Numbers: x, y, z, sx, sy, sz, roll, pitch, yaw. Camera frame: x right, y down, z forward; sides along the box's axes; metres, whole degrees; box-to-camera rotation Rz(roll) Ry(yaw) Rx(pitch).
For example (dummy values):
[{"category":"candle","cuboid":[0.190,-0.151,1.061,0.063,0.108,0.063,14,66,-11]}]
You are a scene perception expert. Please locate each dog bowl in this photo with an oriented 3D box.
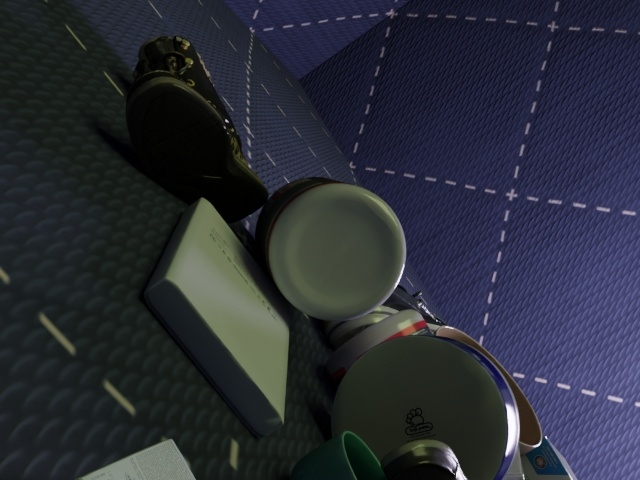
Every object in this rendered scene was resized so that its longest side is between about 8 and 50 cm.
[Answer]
[{"category":"dog bowl","cuboid":[0.153,0.270,1.301,0.264,0.265,0.104,59,12,18]}]

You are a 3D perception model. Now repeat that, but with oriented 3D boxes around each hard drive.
[{"category":"hard drive","cuboid":[-0.125,0.087,1.206,0.233,0.047,0.353,54,10,-15]}]

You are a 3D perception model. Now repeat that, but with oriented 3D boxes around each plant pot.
[{"category":"plant pot","cuboid":[0.257,0.332,1.705,0.284,0.191,0.284,38,21,-18]}]

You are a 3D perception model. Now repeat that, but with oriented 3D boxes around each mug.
[{"category":"mug","cuboid":[0.021,0.309,1.042,0.129,0.097,0.158,56,11,-1]}]

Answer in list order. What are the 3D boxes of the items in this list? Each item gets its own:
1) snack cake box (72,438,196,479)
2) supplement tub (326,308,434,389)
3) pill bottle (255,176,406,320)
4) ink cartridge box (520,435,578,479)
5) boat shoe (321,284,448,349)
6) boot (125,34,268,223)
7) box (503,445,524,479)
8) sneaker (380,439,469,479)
[{"category":"snack cake box","cuboid":[-0.099,0.280,0.604,0.264,0.089,0.152,58,9,10]},{"category":"supplement tub","cuboid":[0.151,0.272,1.495,0.272,0.191,0.191,58,10,12]},{"category":"pill bottle","cuboid":[0.000,0.000,1.475,0.210,0.210,0.363,54,-4,-11]},{"category":"ink cartridge box","cuboid":[0.397,0.528,1.715,0.168,0.233,0.171,46,14,-53]},{"category":"boat shoe","cuboid":[0.149,0.175,1.827,0.500,0.187,0.156,31,32,-55]},{"category":"boot","cuboid":[-0.226,-0.214,1.413,0.284,0.138,0.377,63,8,29]},{"category":"box","cuboid":[0.308,0.509,1.439,0.232,0.059,0.321,4,84,-79]},{"category":"sneaker","cuboid":[0.155,0.330,1.086,0.222,0.083,0.118,46,17,-44]}]
